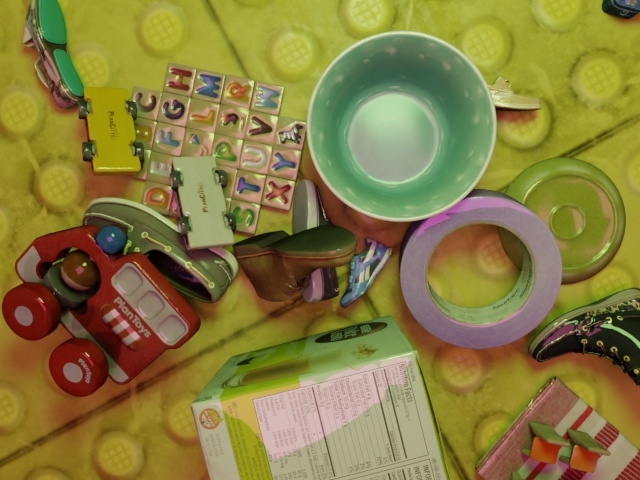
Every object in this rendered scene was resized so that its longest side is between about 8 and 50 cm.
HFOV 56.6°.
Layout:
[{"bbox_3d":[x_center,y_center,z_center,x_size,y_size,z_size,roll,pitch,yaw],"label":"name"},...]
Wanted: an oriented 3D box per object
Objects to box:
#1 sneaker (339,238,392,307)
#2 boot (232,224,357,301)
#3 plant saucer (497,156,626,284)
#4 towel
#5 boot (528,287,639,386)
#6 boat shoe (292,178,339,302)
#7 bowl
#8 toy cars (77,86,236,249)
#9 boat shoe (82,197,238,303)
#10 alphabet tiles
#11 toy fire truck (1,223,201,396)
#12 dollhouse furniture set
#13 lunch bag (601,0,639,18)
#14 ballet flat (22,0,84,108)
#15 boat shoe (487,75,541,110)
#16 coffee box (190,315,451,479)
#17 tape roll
[{"bbox_3d":[0.074,0.060,1.115,0.059,0.053,0.144,35,85,-1],"label":"sneaker"},{"bbox_3d":[-0.036,0.043,1.024,0.112,0.305,0.115,-22,100,-36],"label":"boot"},{"bbox_3d":[0.455,-0.035,1.106,0.240,0.037,0.241,0,93,1],"label":"plant saucer"},{"bbox_3d":[0.487,0.450,1.128,0.329,0.037,0.237,41,91,-2],"label":"towel"},{"bbox_3d":[0.512,0.200,1.047,0.236,0.085,0.179,-25,51,-1],"label":"boot"},{"bbox_3d":[0.000,0.000,1.106,0.076,0.080,0.229,-2,81,-26],"label":"boat shoe"},{"bbox_3d":[0.134,-0.188,1.046,0.311,0.163,0.312,0,92,2],"label":"bowl"},{"bbox_3d":[-0.301,-0.120,1.081,0.393,0.087,0.176,38,54,1],"label":"toy cars"},{"bbox_3d":[-0.303,0.019,1.086,0.304,0.091,0.109,25,135,-1],"label":"boat shoe"},{"bbox_3d":[-0.207,-0.175,1.127,0.342,0.011,0.286,12,93,3],"label":"alphabet tiles"},{"bbox_3d":[-0.379,0.101,1.037,0.253,0.169,0.302,-39,92,22],"label":"toy fire truck"},{"bbox_3d":[0.464,0.486,1.042,0.258,0.135,0.262,13,91,-2],"label":"dollhouse furniture set"},{"bbox_3d":[0.558,-0.452,1.070,0.067,0.065,0.099,15,92,1],"label":"lunch bag"},{"bbox_3d":[-0.508,-0.352,1.110,0.079,0.077,0.222,-17,92,22],"label":"ballet flat"},{"bbox_3d":[0.321,-0.271,1.086,0.169,0.063,0.059,8,99,2],"label":"boat shoe"},{"bbox_3d":[0.021,0.345,0.985,0.334,0.337,0.339,-15,91,2],"label":"coffee box"},{"bbox_3d":[0.279,0.050,1.062,0.274,0.090,0.275,1,103,6],"label":"tape roll"}]
